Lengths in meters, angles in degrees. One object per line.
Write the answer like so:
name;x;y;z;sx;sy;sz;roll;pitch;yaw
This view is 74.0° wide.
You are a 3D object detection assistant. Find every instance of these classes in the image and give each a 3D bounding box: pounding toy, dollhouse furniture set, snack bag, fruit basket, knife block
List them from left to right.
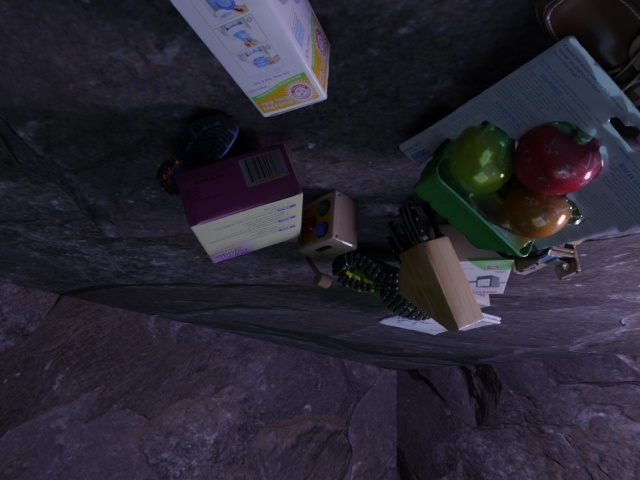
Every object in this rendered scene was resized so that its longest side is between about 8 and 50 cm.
pounding toy;-0.007;0.008;1.035;0.094;0.205;0.181;24;149;-36
knife block;0.266;0.044;0.995;0.088;0.276;0.241;-14;121;-28
snack bag;0.422;0.299;1.569;0.323;0.037;0.343;16;153;-28
dollhouse furniture set;0.543;0.043;1.108;0.130;0.128;0.183;11;154;-13
fruit basket;0.342;-0.115;0.685;0.327;0.165;0.353;39;151;-12

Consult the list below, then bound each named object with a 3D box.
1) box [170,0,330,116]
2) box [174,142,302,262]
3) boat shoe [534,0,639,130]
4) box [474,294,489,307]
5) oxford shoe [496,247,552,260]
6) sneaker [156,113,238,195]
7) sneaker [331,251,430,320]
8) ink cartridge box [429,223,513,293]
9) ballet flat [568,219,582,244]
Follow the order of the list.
box;-0.075;-0.275;0.544;0.103;0.114;0.203;-9;150;24
box;-0.158;-0.067;0.890;0.214;0.117;0.243;-19;163;-10
boat shoe;0.406;-0.233;0.549;0.325;0.116;0.123;17;152;-26
box;0.458;0.210;1.525;0.113;0.094;0.275;15;153;-25
oxford shoe;0.404;-0.019;0.955;0.096;0.082;0.227;38;175;-37
sneaker;-0.238;-0.179;0.839;0.221;0.087;0.083;-30;107;31
sneaker;0.205;0.121;1.284;0.344;0.134;0.146;28;-170;5
ink cartridge box;0.413;0.059;1.181;0.199;0.114;0.273;-3;155;17
ballet flat;0.513;-0.048;0.920;0.233;0.080;0.073;15;142;-24
